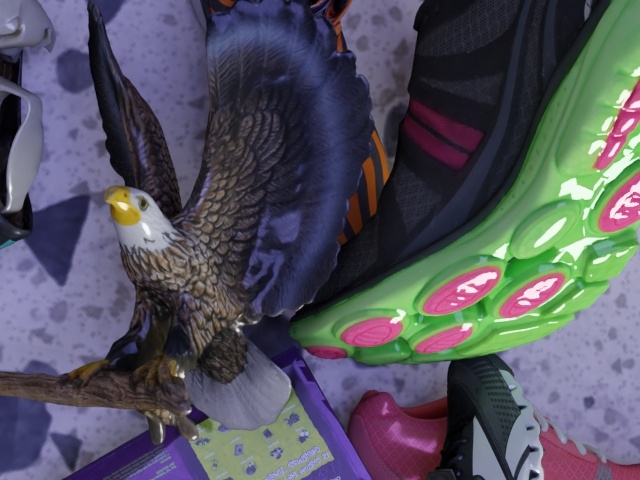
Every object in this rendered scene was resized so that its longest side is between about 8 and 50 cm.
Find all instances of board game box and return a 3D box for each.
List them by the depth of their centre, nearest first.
[{"bbox_3d":[-0.116,0.256,1.189,0.346,0.056,0.208,-30,81,-4],"label":"board game box"}]

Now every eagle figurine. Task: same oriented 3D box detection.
[{"bbox_3d":[-0.098,-0.016,1.104,0.226,0.225,0.298,18,69,-8],"label":"eagle figurine"}]

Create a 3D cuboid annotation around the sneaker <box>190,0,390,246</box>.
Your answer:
[{"bbox_3d":[-0.018,-0.130,1.183,0.124,0.180,0.321,-25,93,-14],"label":"sneaker"}]

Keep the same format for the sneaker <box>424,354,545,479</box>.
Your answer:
[{"bbox_3d":[0.115,0.192,1.172,0.106,0.078,0.234,4,68,-30],"label":"sneaker"}]

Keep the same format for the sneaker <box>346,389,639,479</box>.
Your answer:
[{"bbox_3d":[0.165,0.181,1.286,0.313,0.116,0.136,2,89,-16],"label":"sneaker"}]

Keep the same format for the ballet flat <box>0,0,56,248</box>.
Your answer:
[{"bbox_3d":[-0.247,-0.128,1.168,0.095,0.096,0.281,-11,102,-60],"label":"ballet flat"}]

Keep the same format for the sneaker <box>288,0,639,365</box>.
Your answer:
[{"bbox_3d":[0.138,-0.074,1.100,0.185,0.483,0.202,12,45,-35],"label":"sneaker"}]
